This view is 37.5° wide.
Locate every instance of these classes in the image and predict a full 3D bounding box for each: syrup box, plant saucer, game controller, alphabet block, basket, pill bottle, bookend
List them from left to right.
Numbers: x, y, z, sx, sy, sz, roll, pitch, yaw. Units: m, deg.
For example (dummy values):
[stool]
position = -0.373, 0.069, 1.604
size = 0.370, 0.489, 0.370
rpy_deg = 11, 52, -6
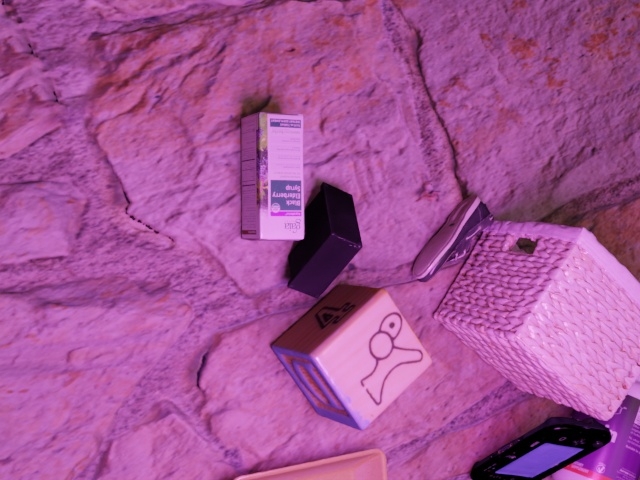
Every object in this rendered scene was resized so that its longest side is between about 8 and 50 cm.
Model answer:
[syrup box]
position = -0.091, -0.117, 1.779
size = 0.093, 0.096, 0.237
rpy_deg = -1, 90, -28
[plant saucer]
position = -0.024, 0.586, 1.829
size = 0.332, 0.081, 0.333
rpy_deg = -5, 93, -28
[bookend]
position = 0.000, 0.000, 1.829
size = 0.072, 0.156, 0.157
rpy_deg = 23, 124, -26
[alphabet block]
position = 0.059, 0.218, 1.805
size = 0.197, 0.193, 0.192
rpy_deg = -40, 109, -21
[game controller]
position = 0.452, 0.447, 1.962
size = 0.166, 0.319, 0.067
rpy_deg = 6, 56, -28
[basket]
position = 0.475, 0.158, 1.950
size = 0.331, 0.328, 0.266
rpy_deg = 39, 78, -22
[pill bottle]
position = 0.652, 0.422, 2.119
size = 0.181, 0.181, 0.323
rpy_deg = 27, 78, -25

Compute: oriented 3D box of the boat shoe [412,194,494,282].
[boat shoe]
position = 0.282, 0.008, 1.979
size = 0.233, 0.084, 0.079
rpy_deg = -48, 110, -22
